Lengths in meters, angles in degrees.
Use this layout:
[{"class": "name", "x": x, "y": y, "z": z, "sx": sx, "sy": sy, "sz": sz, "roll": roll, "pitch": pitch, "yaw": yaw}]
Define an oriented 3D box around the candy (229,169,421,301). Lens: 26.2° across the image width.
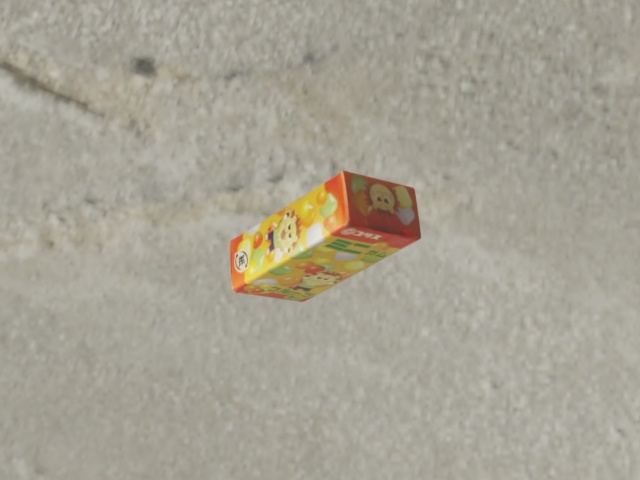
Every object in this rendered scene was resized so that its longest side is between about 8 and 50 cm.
[{"class": "candy", "x": 0.000, "y": 0.000, "z": 0.867, "sx": 0.062, "sy": 0.038, "sz": 0.122, "roll": 11, "pitch": 152, "yaw": -37}]
